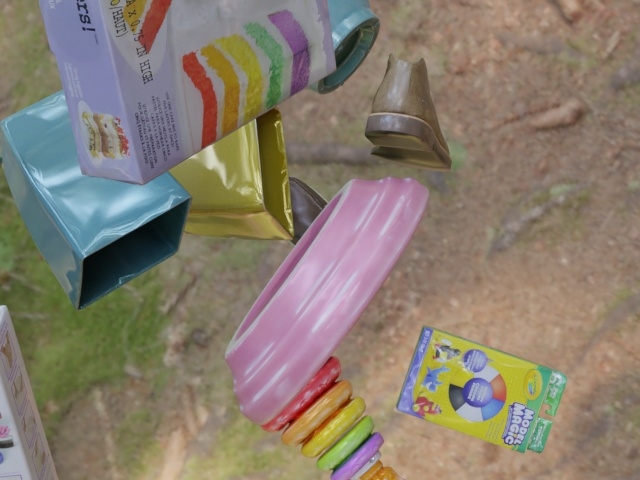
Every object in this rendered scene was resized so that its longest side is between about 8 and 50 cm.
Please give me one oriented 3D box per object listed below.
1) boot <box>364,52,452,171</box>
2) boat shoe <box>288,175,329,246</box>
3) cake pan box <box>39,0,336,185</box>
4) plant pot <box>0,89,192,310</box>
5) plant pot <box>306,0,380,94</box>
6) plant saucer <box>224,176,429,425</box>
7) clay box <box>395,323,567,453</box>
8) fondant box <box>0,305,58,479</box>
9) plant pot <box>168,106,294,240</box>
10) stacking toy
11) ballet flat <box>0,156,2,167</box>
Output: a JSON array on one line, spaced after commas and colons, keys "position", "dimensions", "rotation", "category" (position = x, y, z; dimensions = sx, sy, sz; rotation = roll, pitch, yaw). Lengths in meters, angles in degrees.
[{"position": [0.123, -0.161, 1.602], "dimensions": [0.305, 0.112, 0.115], "rotation": [51, -133, -79], "category": "boot"}, {"position": [0.007, -0.005, 1.975], "dimensions": [0.095, 0.257, 0.095], "rotation": [-37, -6, -9], "category": "boat shoe"}, {"position": [-0.097, -0.209, 0.890], "dimensions": [0.070, 0.246, 0.266], "rotation": [11, 122, 34], "category": "cake pan box"}, {"position": [-0.310, -0.069, 1.583], "dimensions": [0.234, 0.166, 0.165], "rotation": [52, 154, 14], "category": "plant pot"}, {"position": [-0.019, -0.387, 2.187], "dimensions": [0.196, 0.293, 0.293], "rotation": [40, 105, 15], "category": "plant pot"}, {"position": [-0.005, 0.053, 1.379], "dimensions": [0.332, 0.084, 0.332], "rotation": [-54, 3, 5], "category": "plant saucer"}, {"position": [0.231, 0.214, 1.717], "dimensions": [0.053, 0.222, 0.127], "rotation": [1, -73, -88], "category": "clay box"}, {"position": [-0.461, 0.247, 1.457], "dimensions": [0.238, 0.330, 0.096], "rotation": [-5, 31, 4], "category": "fondant box"}, {"position": [-0.159, -0.110, 1.801], "dimensions": [0.187, 0.212, 0.212], "rotation": [-8, 76, 9], "category": "plant pot"}, {"position": [0.037, 0.314, 1.898], "dimensions": [0.166, 0.302, 0.175], "rotation": [-42, -5, -6], "category": "stacking toy"}, {"position": [-0.291, -0.017, 0.761], "dimensions": [0.213, 0.068, 0.072], "rotation": [-50, -3, -42], "category": "ballet flat"}]
